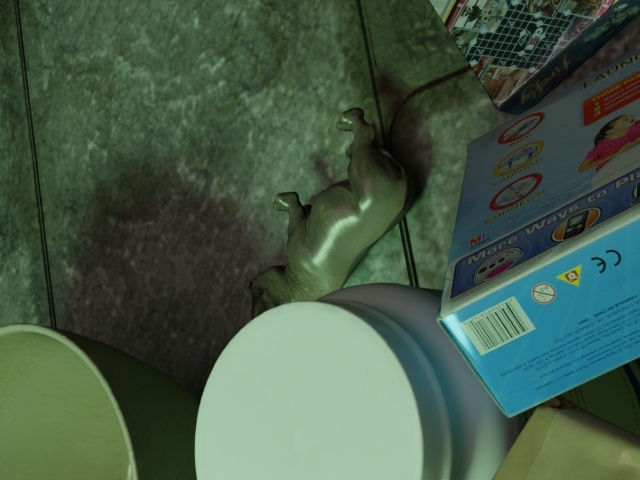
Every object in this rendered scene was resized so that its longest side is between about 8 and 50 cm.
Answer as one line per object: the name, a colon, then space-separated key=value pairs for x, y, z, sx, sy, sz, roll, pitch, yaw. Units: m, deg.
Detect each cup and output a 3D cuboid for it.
cup: x=-0.205 y=0.250 z=1.302 sx=0.331 sy=0.237 sz=0.331 roll=-6 pitch=81 yaw=39

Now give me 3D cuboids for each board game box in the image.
board game box: x=0.241 y=-0.051 z=0.915 sx=0.308 sy=0.302 sz=0.086 roll=-29 pitch=107 yaw=22
board game box: x=0.210 y=-0.246 z=1.154 sx=0.243 sy=0.042 sz=0.165 roll=-41 pitch=61 yaw=27

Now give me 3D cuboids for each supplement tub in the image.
supplement tub: x=0.088 y=0.154 z=1.018 sx=0.235 sy=0.325 sz=0.235 roll=-6 pitch=80 yaw=39

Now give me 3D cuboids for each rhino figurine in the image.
rhino figurine: x=0.000 y=0.000 z=1.275 sx=0.243 sy=0.073 sz=0.106 roll=-52 pitch=53 yaw=23

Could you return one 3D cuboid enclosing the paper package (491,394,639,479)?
paper package: x=0.189 y=0.312 z=0.890 sx=0.168 sy=0.309 sz=0.325 roll=29 pitch=86 yaw=44
